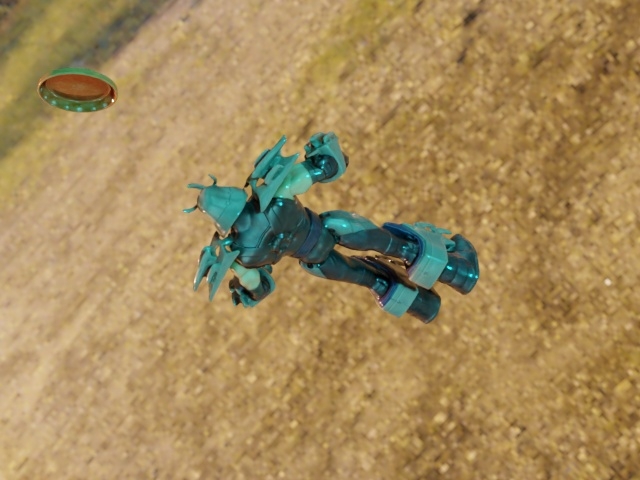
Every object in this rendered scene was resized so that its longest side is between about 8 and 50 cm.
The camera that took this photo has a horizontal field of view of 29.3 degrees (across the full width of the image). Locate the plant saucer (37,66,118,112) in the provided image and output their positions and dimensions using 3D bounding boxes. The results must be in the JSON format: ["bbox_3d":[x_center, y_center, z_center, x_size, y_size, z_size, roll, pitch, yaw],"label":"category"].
[{"bbox_3d":[-0.256,-0.161,1.294,0.083,0.083,0.013,-23,59,42],"label":"plant saucer"}]

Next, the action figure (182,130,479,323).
[{"bbox_3d":[0.000,0.000,1.119,0.185,0.285,0.099,-52,34,29],"label":"action figure"}]
